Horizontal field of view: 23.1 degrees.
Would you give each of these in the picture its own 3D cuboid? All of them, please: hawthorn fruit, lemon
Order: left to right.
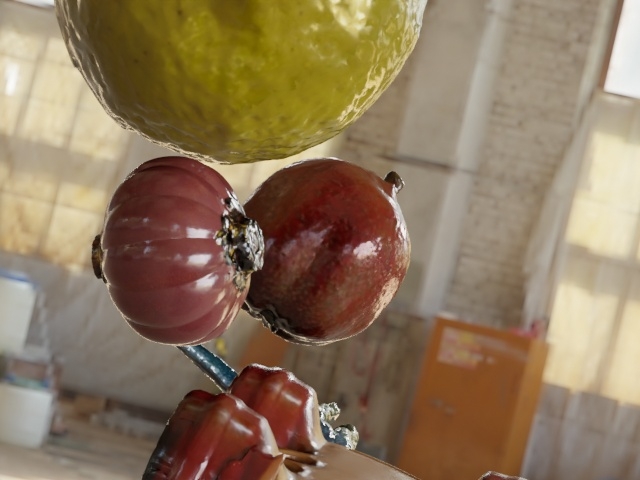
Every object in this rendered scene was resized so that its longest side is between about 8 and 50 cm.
[{"bbox_3d":[-0.058,-0.175,1.071,0.253,0.253,0.310,14,6,-17],"label":"lemon"},{"bbox_3d":[0.000,0.000,1.407,0.169,0.188,0.169,34,-16,11],"label":"hawthorn fruit"}]

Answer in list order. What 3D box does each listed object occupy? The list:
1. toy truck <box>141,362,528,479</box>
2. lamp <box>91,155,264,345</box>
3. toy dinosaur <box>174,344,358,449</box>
[{"bbox_3d":[-0.010,0.200,0.722,0.189,0.239,0.265,24,3,7],"label":"toy truck"},{"bbox_3d":[-0.079,0.006,0.873,0.092,0.107,0.107,-5,-6,13],"label":"lamp"},{"bbox_3d":[-0.009,0.196,1.394,0.363,0.076,0.147,45,7,11],"label":"toy dinosaur"}]
